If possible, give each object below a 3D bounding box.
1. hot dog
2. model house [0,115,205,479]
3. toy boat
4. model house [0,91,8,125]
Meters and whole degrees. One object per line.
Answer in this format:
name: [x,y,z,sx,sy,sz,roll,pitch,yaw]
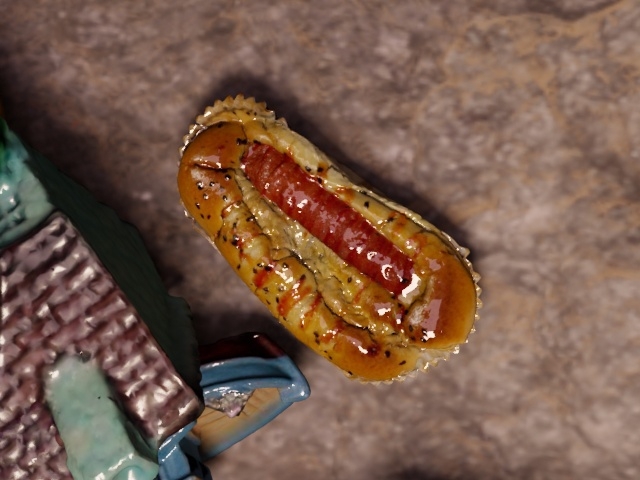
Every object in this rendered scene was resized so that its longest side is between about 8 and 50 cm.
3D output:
hot dog: [0.000,0.000,0.986,0.253,0.069,0.131,42,98,8]
model house: [-0.240,0.100,0.906,0.280,0.230,0.248,-37,49,9]
toy boat: [-0.107,0.148,0.984,0.223,0.100,0.097,-29,56,11]
model house: [-0.348,-0.090,1.008,0.229,0.199,0.219,-7,131,-18]
